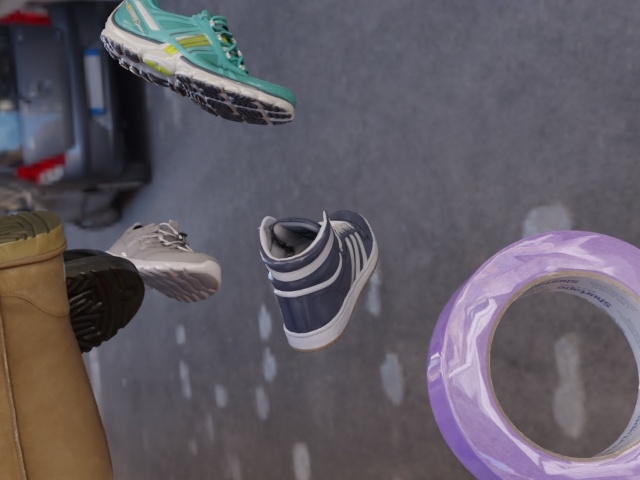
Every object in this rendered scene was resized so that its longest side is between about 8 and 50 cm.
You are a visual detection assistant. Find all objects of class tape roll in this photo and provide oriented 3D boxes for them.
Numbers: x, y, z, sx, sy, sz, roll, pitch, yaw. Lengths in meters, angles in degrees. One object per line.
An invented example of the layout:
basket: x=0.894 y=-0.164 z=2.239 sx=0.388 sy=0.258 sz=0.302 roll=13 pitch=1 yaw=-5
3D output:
tape roll: x=0.250 y=0.132 z=1.182 sx=0.090 sy=0.275 sz=0.275 roll=109 pitch=153 yaw=-74

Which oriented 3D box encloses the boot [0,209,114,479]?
boot: x=-0.295 y=0.127 z=0.948 sx=0.089 sy=0.236 sz=0.269 roll=-137 pitch=40 yaw=-62

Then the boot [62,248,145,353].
boot: x=-0.399 y=0.024 z=1.333 sx=0.131 sy=0.348 sz=0.260 roll=92 pitch=156 yaw=-48

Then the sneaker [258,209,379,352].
sneaker: x=0.000 y=0.000 z=1.495 sx=0.282 sy=0.099 sz=0.153 roll=-69 pitch=-34 yaw=-55

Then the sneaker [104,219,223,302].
sneaker: x=-0.238 y=0.016 z=1.756 sx=0.281 sy=0.105 sz=0.115 roll=7 pitch=65 yaw=48

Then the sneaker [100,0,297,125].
sneaker: x=-0.144 y=-0.232 z=1.450 sx=0.110 sy=0.275 sz=0.107 roll=-58 pitch=-13 yaw=-10
